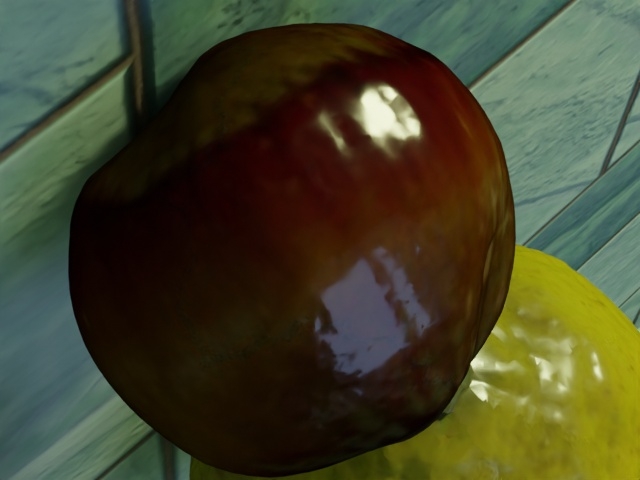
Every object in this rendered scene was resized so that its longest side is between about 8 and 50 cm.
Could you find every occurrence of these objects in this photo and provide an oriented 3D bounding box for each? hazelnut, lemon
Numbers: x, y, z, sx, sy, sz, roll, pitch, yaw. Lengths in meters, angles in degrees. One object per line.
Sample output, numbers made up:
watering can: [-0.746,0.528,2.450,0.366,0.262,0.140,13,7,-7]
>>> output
hazelnut: [0.000,0.000,0.911,0.251,0.217,0.217,-38,163,-51]
lemon: [0.082,0.161,1.261,0.350,0.350,0.387,-40,156,-20]
